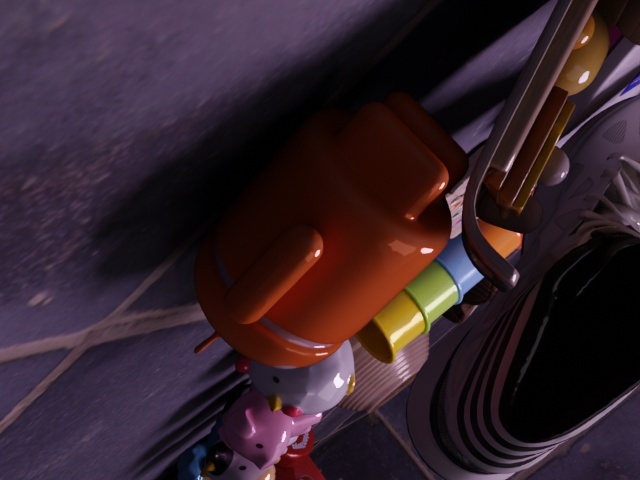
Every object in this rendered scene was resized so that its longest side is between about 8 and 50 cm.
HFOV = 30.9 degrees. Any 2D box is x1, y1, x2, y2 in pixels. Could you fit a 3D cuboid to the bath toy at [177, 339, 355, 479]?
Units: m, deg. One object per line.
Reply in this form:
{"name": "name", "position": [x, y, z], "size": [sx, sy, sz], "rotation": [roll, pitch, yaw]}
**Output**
{"name": "bath toy", "position": [-0.072, 0.209, 1.357], "size": [0.129, 0.151, 0.348], "rotation": [5, 148, -20]}

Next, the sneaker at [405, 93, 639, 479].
{"name": "sneaker", "position": [0.266, 0.016, 0.982], "size": [0.447, 0.169, 0.257], "rotation": [-53, -176, -21]}

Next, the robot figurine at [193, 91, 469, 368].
{"name": "robot figurine", "position": [0.001, 0.000, 0.780], "size": [0.128, 0.158, 0.219], "rotation": [28, 122, -28]}

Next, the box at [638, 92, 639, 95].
{"name": "box", "position": [0.407, -0.202, 1.333], "size": [0.170, 0.091, 0.130], "rotation": [-46, 167, 28]}

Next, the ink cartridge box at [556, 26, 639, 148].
{"name": "ink cartridge box", "position": [0.314, -0.216, 1.073], "size": [0.176, 0.069, 0.371], "rotation": [-33, 164, -32]}

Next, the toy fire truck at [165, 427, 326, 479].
{"name": "toy fire truck", "position": [-0.082, 0.396, 1.674], "size": [0.169, 0.254, 0.302], "rotation": [-47, 166, 33]}

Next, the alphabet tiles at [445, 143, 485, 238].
{"name": "alphabet tiles", "position": [0.174, -0.054, 1.351], "size": [0.278, 0.021, 0.284], "rotation": [-42, 168, 14]}

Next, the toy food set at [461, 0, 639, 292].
{"name": "toy food set", "position": [0.193, -0.105, 0.823], "size": [0.306, 0.092, 0.220], "rotation": [-63, 172, 0]}

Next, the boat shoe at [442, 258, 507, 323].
{"name": "boat shoe", "position": [0.237, 0.045, 1.776], "size": [0.095, 0.095, 0.257], "rotation": [-50, 178, -20]}

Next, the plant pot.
{"name": "plant pot", "position": [0.083, 0.182, 1.735], "size": [0.237, 0.109, 0.237], "rotation": [-37, 169, -9]}

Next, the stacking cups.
{"name": "stacking cups", "position": [0.180, 0.039, 1.537], "size": [0.316, 0.096, 0.096], "rotation": [-35, 167, -23]}
